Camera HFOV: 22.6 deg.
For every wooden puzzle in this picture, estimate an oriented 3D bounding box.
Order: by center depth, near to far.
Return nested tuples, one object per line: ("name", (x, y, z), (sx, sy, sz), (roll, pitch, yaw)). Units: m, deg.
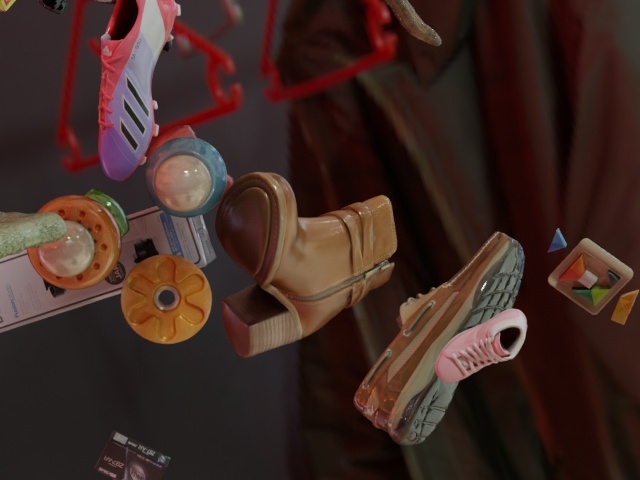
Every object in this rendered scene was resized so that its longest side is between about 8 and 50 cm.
("wooden puzzle", (0.290, 0.041, 1.720), (0.078, 0.116, 0.014), (-63, -4, 37))

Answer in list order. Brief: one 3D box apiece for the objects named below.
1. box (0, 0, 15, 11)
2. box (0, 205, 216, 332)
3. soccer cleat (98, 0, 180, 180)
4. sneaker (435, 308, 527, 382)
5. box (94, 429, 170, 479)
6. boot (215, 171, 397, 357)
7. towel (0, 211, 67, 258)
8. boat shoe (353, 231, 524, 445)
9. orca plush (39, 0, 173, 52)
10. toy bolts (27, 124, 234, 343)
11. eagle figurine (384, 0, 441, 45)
("box", (-0.348, -0.345, 1.583), (0.058, 0.232, 0.087), (12, 49, 23))
("box", (-0.282, 0.031, 1.962), (0.290, 0.087, 0.169), (-19, 2, 2))
("soccer cleat", (-0.242, -0.199, 1.964), (0.083, 0.248, 0.095), (13, -1, 42))
("sneaker", (0.201, 0.137, 2.000), (0.134, 0.051, 0.070), (-35, 10, 8))
("box", (-0.246, 0.291, 2.087), (0.067, 0.083, 0.018), (-60, 5, 37))
("boot", (0.000, 0.000, 1.819), (0.220, 0.283, 0.109), (-25, 48, -27))
("towel", (-0.308, -0.006, 1.396), (0.148, 0.027, 0.110), (4, 14, 30))
("boat shoe", (0.157, 0.119, 2.170), (0.120, 0.122, 0.324), (26, 70, 29))
("orca plush", (-0.261, -0.323, 1.974), (0.102, 0.287, 0.151), (26, 74, 44))
("toy bolts", (-0.178, -0.002, 1.713), (0.228, 0.218, 0.158), (-45, 6, 5))
("eagle figurine", (0.013, -0.360, 1.713), (0.225, 0.226, 0.298), (-12, 40, -3))
